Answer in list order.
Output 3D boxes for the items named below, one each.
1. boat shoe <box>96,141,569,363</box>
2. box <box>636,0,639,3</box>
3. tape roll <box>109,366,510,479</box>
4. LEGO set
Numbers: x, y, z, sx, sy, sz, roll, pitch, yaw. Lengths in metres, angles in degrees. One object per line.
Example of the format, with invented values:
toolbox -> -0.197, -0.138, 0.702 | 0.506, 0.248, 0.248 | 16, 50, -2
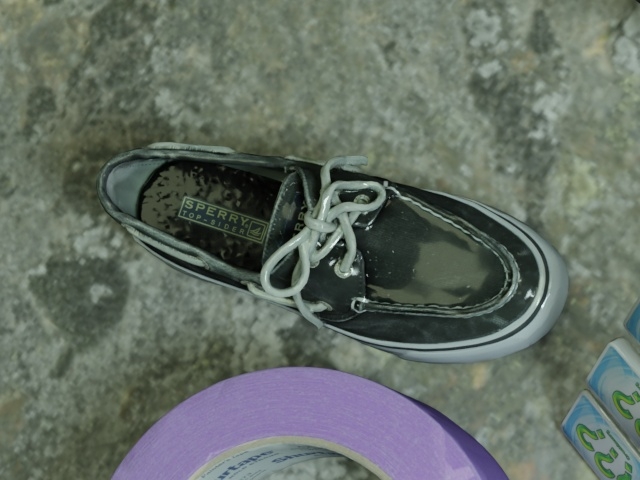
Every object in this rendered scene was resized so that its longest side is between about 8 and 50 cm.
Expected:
boat shoe -> 0.001, -0.004, 1.090 | 0.306, 0.105, 0.113 | 20, 86, 23
box -> 0.357, -0.239, 0.923 | 0.294, 0.183, 0.296 | 9, 81, 46
tape roll -> -0.006, 0.218, 1.053 | 0.275, 0.090, 0.275 | -4, 77, 20
LEGO set -> 0.216, 0.163, 0.939 | 0.060, 0.182, 0.244 | -26, 66, -26
